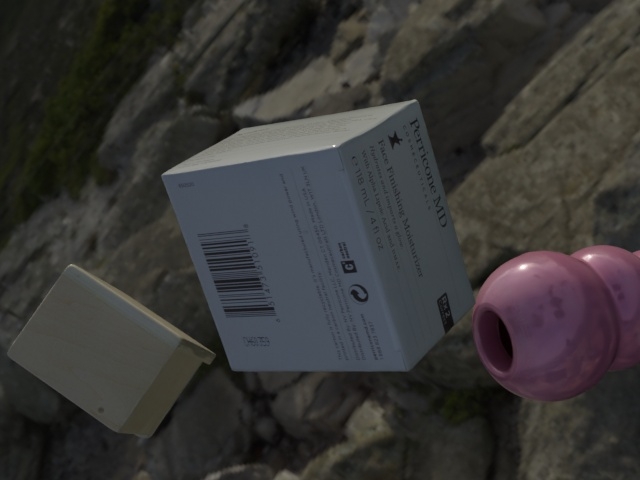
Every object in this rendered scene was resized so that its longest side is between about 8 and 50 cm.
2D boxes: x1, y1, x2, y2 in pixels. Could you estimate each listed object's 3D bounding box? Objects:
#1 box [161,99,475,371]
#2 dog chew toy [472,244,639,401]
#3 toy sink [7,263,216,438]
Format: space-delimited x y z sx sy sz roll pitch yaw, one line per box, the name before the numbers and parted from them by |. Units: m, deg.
box | 0.000 0.000 0.882 0.182 0.181 0.119 -6 20 38
dog chew toy | 0.380 0.100 1.550 0.332 0.207 0.206 -13 19 -22
toy sink | -0.234 0.137 1.287 0.131 0.153 0.234 -56 -8 -6
